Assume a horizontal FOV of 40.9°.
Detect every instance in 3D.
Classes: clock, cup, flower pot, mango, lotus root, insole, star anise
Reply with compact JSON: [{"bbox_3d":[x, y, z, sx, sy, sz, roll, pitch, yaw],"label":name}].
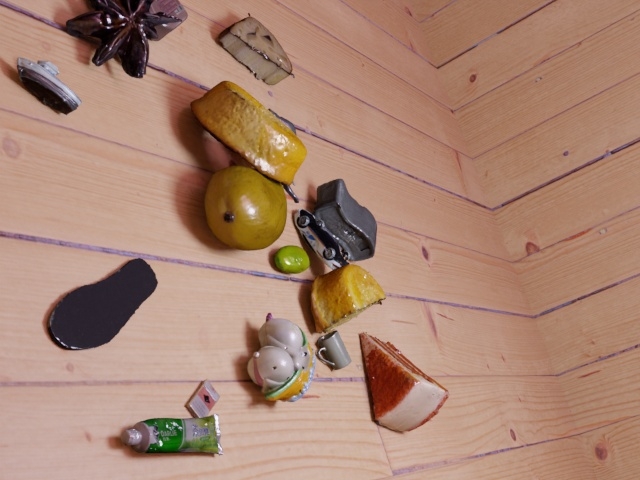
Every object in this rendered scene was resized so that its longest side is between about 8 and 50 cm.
[{"bbox_3d":[-0.083,0.249,1.803,0.144,0.103,0.231,49,28,-23],"label":"clock"},{"bbox_3d":[0.032,0.266,2.045,0.083,0.054,0.075,62,26,-6],"label":"cup"},{"bbox_3d":[0.070,-0.051,2.347,0.229,0.103,0.108,48,31,-29],"label":"flower pot"},{"bbox_3d":[-0.071,0.047,2.058,0.108,0.056,0.073,-9,68,-59],"label":"mango"},{"bbox_3d":[-0.181,-0.538,2.378,0.261,0.074,0.170,35,37,-40],"label":"lotus root"},{"bbox_3d":[-0.375,0.107,1.512,0.110,0.012,0.309,57,27,-10],"label":"insole"},{"bbox_3d":[-0.420,-0.454,1.832,0.212,0.129,0.282,38,44,-29],"label":"star anise"},{"bbox_3d":[-0.156,-0.073,1.924,0.195,0.142,0.332,66,19,3],"label":"mango"}]

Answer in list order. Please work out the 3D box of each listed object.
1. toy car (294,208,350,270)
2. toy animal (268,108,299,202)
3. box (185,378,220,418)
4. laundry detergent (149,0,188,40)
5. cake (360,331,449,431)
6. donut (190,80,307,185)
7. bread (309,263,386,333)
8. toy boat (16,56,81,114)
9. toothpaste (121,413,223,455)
[{"bbox_3d":[0.000,0.000,2.208,0.205,0.056,0.095,50,19,24],"label":"toy car"},{"bbox_3d":[-0.112,-0.231,2.209,0.137,0.082,0.269,32,40,-45],"label":"toy animal"},{"bbox_3d":[-0.220,0.301,1.611,0.046,0.012,0.083,56,29,-12],"label":"box"},{"bbox_3d":[-0.420,-0.579,1.985,0.237,0.076,0.171,52,29,-19],"label":"laundry detergent"},{"bbox_3d":[0.211,0.331,2.187,0.158,0.160,0.262,27,42,-45],"label":"cake"},{"bbox_3d":[-0.157,-0.260,2.004,0.303,0.110,0.303,39,10,-8],"label":"donut"},{"bbox_3d":[0.060,0.134,2.115,0.229,0.143,0.139,-11,77,-65],"label":"bread"},{"bbox_3d":[-0.504,-0.295,1.594,0.140,0.059,0.066,38,49,-38],"label":"toy boat"},{"bbox_3d":[-0.250,0.339,1.489,0.248,0.047,0.078,19,57,-57],"label":"toothpaste"}]
